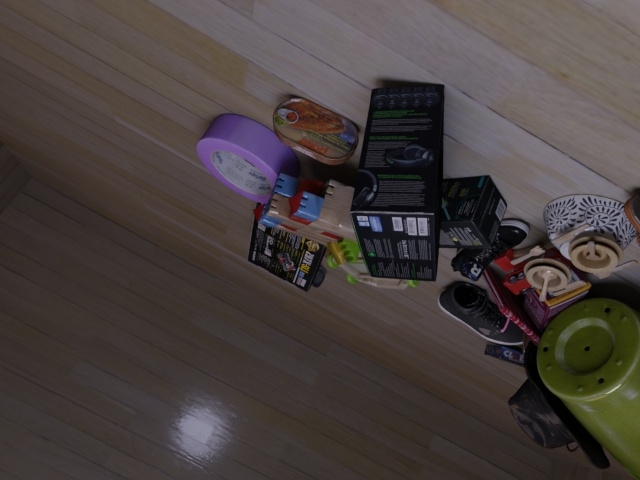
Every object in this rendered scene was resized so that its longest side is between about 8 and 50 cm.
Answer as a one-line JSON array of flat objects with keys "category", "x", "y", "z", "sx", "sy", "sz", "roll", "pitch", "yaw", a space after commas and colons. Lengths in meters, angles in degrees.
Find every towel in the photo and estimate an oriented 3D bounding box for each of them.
[{"category": "towel", "x": 0.524, "y": 0.189, "z": 1.189, "sx": 0.275, "sy": 0.198, "sz": 0.031, "roll": 38, "pitch": 115, "yaw": -23}]

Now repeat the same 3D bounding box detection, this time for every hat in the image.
[{"category": "hat", "x": 0.561, "y": 0.420, "z": 1.122, "sx": 0.331, "sy": 0.331, "sz": 0.134, "roll": 38, "pitch": 122, "yaw": -25}]

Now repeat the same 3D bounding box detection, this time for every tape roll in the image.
[{"category": "tape roll", "x": -0.196, "y": -0.215, "z": 1.228, "sx": 0.275, "sy": 0.090, "sz": 0.274, "roll": 25, "pitch": 159, "yaw": 10}]

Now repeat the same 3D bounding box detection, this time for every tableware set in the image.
[{"category": "tableware set", "x": 0.473, "y": 0.053, "z": 0.856, "sx": 0.128, "sy": 0.039, "sz": 0.194, "roll": 35, "pitch": 147, "yaw": -5}]

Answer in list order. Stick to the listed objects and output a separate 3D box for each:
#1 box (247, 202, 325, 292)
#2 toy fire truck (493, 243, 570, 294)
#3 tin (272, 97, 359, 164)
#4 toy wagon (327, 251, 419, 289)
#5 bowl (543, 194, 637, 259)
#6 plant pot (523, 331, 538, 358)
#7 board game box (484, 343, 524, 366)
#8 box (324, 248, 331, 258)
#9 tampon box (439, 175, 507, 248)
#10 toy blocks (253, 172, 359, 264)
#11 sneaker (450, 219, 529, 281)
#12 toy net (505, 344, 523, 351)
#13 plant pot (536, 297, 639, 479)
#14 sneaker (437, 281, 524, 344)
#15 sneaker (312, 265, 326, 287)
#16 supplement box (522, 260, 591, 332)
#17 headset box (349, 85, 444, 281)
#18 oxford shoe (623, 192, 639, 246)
[{"category": "box", "x": -0.111, "y": 0.015, "z": 1.531, "sx": 0.257, "sy": 0.079, "sz": 0.322, "roll": 26, "pitch": 141, "yaw": 6}, {"category": "toy fire truck", "x": 0.473, "y": 0.052, "z": 1.012, "sx": 0.047, "sy": 0.135, "sz": 0.192, "roll": 39, "pitch": 143, "yaw": -9}, {"category": "tin", "x": -0.012, "y": -0.229, "z": 0.950, "sx": 0.190, "sy": 0.106, "sz": 0.040, "roll": 27, "pitch": 159, "yaw": 3}, {"category": "toy wagon", "x": 0.149, "y": 0.069, "z": 1.450, "sx": 0.267, "sy": 0.068, "sz": 0.344, "roll": -2, "pitch": 148, "yaw": 43}, {"category": "bowl", "x": 0.513, "y": -0.007, "z": 0.869, "sx": 0.170, "sy": 0.080, "sz": 0.170, "roll": 25, "pitch": 159, "yaw": 10}, {"category": "plant pot", "x": 0.691, "y": 0.309, "z": 1.284, "sx": 0.165, "sy": 0.166, "sz": 0.167, "roll": -5, "pitch": 142, "yaw": 43}, {"category": "board game box", "x": 0.684, "y": 0.412, "z": 1.569, "sx": 0.165, "sy": 0.042, "sz": 0.243, "roll": 18, "pitch": 172, "yaw": 11}, {"category": "box", "x": 0.000, "y": 0.000, "z": 1.572, "sx": 0.201, "sy": 0.021, "sz": 0.164, "roll": 36, "pitch": 156, "yaw": -22}, {"category": "tampon box", "x": 0.290, "y": -0.057, "z": 0.963, "sx": 0.161, "sy": 0.120, "sz": 0.101, "roll": 2, "pitch": 146, "yaw": 48}, {"category": "toy blocks", "x": -0.019, "y": -0.072, "z": 1.112, "sx": 0.261, "sy": 0.190, "sz": 0.381, "roll": 19, "pitch": 170, "yaw": -14}, {"category": "sneaker", "x": 0.392, "y": 0.036, "z": 1.051, "sx": 0.079, "sy": 0.121, "sz": 0.217, "roll": 30, "pitch": 159, "yaw": -9}, {"category": "toy net", "x": 0.720, "y": 0.342, "z": 1.462, "sx": 0.122, "sy": 0.045, "sz": 0.232, "roll": 31, "pitch": 158, "yaw": -8}, {"category": "plant pot", "x": 0.688, "y": 0.309, "z": 0.976, "sx": 0.353, "sy": 0.366, "sz": 0.366, "roll": 33, "pitch": 158, "yaw": -15}, {"category": "sneaker", "x": 0.506, "y": 0.226, "z": 1.367, "sx": 0.296, "sy": 0.104, "sz": 0.147, "roll": 27, "pitch": 164, "yaw": 14}, {"category": "sneaker", "x": -0.097, "y": 0.091, "z": 1.788, "sx": 0.129, "sy": 0.111, "sz": 0.297, "roll": 17, "pitch": 156, "yaw": 39}, {"category": "supplement box", "x": 0.560, "y": 0.137, "z": 1.077, "sx": 0.188, "sy": 0.104, "sz": 0.080, "roll": 61, "pitch": -175, "yaw": -55}, {"category": "headset box", "x": 0.155, "y": -0.105, "z": 0.820, "sx": 0.131, "sy": 0.282, "sz": 0.246, "roll": 3, "pitch": 153, "yaw": 16}, {"category": "oxford shoe", "x": 0.589, "y": -0.008, "z": 0.792, "sx": 0.212, "sy": 0.076, "sz": 0.076, "roll": 35, "pitch": 165, "yaw": -20}]
